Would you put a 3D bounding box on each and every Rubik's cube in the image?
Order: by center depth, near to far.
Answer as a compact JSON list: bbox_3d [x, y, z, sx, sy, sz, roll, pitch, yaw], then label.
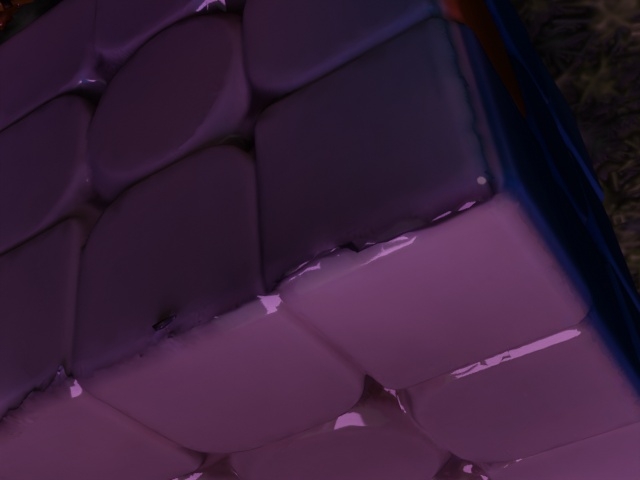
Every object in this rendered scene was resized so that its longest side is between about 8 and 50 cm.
[{"bbox_3d":[0.000,0.000,0.540,0.291,0.291,0.291,-25,138,21],"label":"Rubik's cube"}]

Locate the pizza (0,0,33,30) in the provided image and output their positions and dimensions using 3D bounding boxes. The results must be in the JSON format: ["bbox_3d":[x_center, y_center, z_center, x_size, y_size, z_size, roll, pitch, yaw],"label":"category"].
[{"bbox_3d":[-0.304,-0.136,0.568,0.305,0.086,0.161,-8,152,8],"label":"pizza"}]
